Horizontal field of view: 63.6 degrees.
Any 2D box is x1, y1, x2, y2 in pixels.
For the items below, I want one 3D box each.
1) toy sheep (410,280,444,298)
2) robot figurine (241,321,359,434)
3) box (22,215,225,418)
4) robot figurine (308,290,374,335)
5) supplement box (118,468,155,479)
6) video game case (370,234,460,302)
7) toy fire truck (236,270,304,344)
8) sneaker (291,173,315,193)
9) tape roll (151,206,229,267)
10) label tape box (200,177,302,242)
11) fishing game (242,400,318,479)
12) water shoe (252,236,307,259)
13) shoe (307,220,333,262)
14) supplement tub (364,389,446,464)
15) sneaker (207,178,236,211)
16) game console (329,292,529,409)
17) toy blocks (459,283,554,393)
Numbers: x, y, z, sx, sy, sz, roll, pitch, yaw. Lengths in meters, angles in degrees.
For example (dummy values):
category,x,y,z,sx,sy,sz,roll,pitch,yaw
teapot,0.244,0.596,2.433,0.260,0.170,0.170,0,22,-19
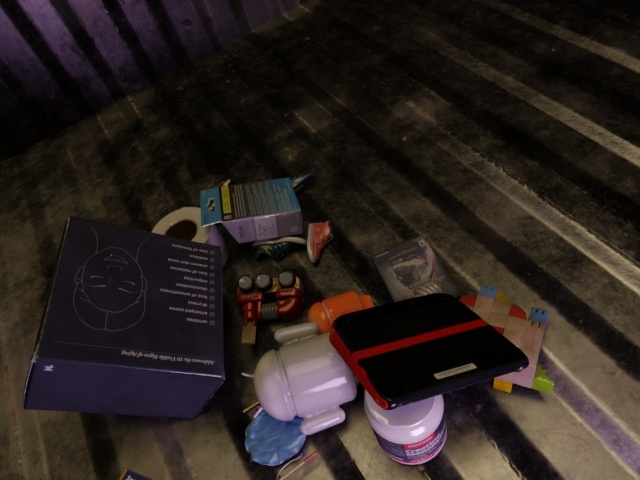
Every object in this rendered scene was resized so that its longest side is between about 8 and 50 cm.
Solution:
category,x,y,z,sx,sy,sz,roll,pitch,yaw
toy sheep,0.324,0.171,1.566,0.091,0.091,0.132,32,71,34
robot figurine,-0.033,0.377,1.444,0.354,0.200,0.299,-17,69,-7
box,-0.555,0.235,1.529,0.480,0.297,0.471,13,43,-25
robot figurine,0.056,0.233,1.588,0.219,0.128,0.158,-17,35,-12
supplement box,-0.456,0.789,1.263,0.194,0.195,0.356,9,55,23
video game case,0.304,0.117,1.685,0.196,0.026,0.274,-23,49,-2
toy fire truck,-0.171,0.230,1.670,0.217,0.158,0.246,-6,63,11
sneaker,-0.089,-0.232,2.063,0.144,0.053,0.059,-31,48,-10
tape roll,-0.481,0.021,1.902,0.246,0.169,0.246,-9,50,10
label tape box,-0.258,-0.108,1.898,0.348,0.115,0.249,-10,36,-7
fishing game,-0.124,0.550,1.458,0.189,0.041,0.264,-34,42,-13
water shoe,-0.146,0.033,1.873,0.203,0.073,0.080,-4,80,11
shoe,0.000,0.000,1.843,0.081,0.063,0.178,-12,46,13
supplement tub,0.215,0.432,1.295,0.191,0.272,0.191,-8,51,11
sneaker,-0.429,-0.160,2.097,0.106,0.078,0.234,3,50,23
game console,0.245,0.254,1.256,0.387,0.060,0.342,-11,28,-19
toy blocks,0.474,0.242,1.457,0.381,0.190,0.261,12,45,25
